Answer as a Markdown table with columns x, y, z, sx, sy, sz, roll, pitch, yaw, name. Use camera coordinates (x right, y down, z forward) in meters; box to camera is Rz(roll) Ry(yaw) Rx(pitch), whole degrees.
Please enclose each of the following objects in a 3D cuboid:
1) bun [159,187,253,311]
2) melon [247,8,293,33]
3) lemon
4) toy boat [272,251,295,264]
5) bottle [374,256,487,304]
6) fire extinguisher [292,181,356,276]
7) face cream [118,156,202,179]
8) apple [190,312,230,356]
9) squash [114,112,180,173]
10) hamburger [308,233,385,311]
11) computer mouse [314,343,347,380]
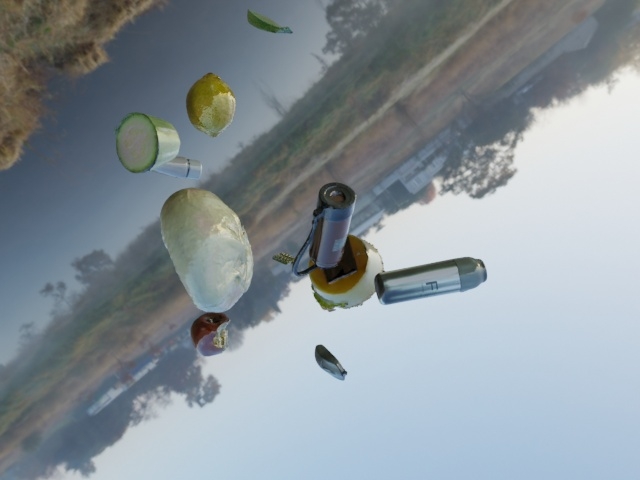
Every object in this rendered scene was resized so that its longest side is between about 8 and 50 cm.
| x | y | z | sx | sy | sz | roll | pitch | yaw | name |
| --- | --- | --- | --- | --- | --- | --- | --- | --- | --- |
| -0.297 | 0.019 | 1.389 | 0.213 | 0.361 | 0.361 | -23 | 180 | -13 | bun |
| -0.194 | -0.842 | 2.014 | 0.114 | 0.262 | 0.053 | -7 | 126 | -41 | melon |
| -0.452 | -0.559 | 2.127 | 0.204 | 0.260 | 0.204 | 2 | -166 | 0 | lemon |
| -0.125 | 0.064 | 1.807 | 0.115 | 0.063 | 0.016 | -19 | 131 | -77 | toy boat |
| 0.254 | 0.097 | 1.192 | 0.254 | 0.096 | 0.079 | -11 | -139 | -3 | bottle |
| -0.002 | -0.009 | 1.628 | 0.200 | 0.113 | 0.376 | -10 | 142 | -15 | fire extinguisher |
| -0.639 | -0.307 | 2.067 | 0.314 | 0.089 | 0.143 | 7 | -179 | -29 | face cream |
| -0.420 | 0.361 | 1.951 | 0.156 | 0.147 | 0.158 | -122 | -144 | -62 | apple |
| -0.487 | -0.279 | 1.457 | 0.170 | 0.170 | 0.123 | -38 | 175 | 30 | squash |
| 0.091 | 0.116 | 1.907 | 0.294 | 0.276 | 0.179 | -27 | 146 | 12 | hamburger |
| 0.033 | 0.513 | 2.131 | 0.068 | 0.113 | 0.229 | -36 | -149 | -14 | computer mouse |
